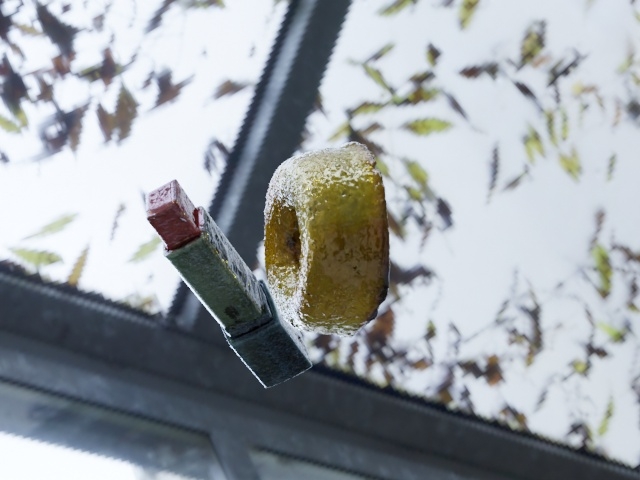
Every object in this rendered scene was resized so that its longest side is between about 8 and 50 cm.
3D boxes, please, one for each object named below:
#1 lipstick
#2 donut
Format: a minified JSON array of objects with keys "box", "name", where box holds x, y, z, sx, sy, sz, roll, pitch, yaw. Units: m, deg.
[{"box":[-0.079,0.035,1.194,0.051,0.051,0.312,-23,-32,5],"name":"lipstick"},{"box":[0.000,0.000,1.060,0.058,0.152,0.152,-2,-53,-18],"name":"donut"}]
